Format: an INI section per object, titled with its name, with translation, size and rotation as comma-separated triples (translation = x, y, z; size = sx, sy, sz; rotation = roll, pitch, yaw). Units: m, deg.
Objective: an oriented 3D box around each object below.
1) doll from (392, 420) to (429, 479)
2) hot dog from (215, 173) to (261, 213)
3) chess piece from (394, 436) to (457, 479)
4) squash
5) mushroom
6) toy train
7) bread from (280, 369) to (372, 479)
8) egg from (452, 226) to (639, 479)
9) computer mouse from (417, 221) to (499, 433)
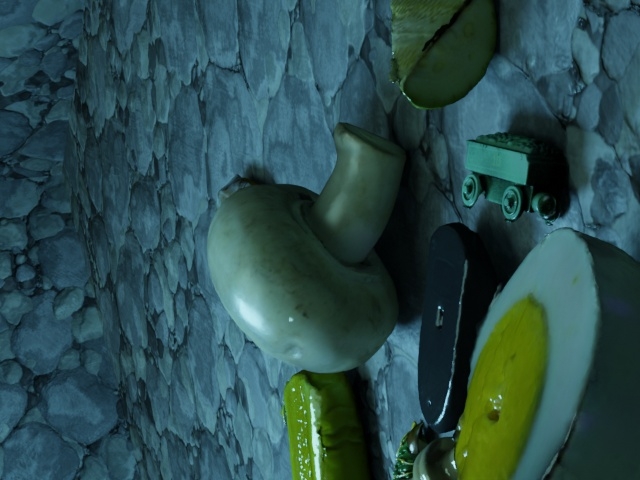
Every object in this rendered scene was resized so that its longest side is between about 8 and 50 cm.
[doll]
translation = 0.127, 0.317, 1.900
size = 0.078, 0.077, 0.113
rotation = 99, 155, -56
[hot dog]
translation = -0.127, -0.039, 2.427
size = 0.268, 0.075, 0.144
rotation = -133, 45, -61
[chess piece]
translation = 0.161, 0.295, 1.628
size = 0.397, 0.117, 0.117
rotation = -52, 48, 44
[squash]
translation = 0.120, -0.241, 1.675
size = 0.169, 0.093, 0.252
rotation = -52, 24, -7
[mushroom]
translation = -0.031, 0.017, 1.905
size = 0.315, 0.315, 0.356
rotation = -156, 53, -65
[toy train]
translation = 0.224, -0.074, 1.532
size = 0.172, 0.070, 0.099
rotation = -155, 70, -65
[bread]
translation = 0.024, 0.393, 2.139
size = 0.166, 0.112, 0.383
rotation = 167, 96, -67
[egg]
translation = 0.272, 0.156, 1.300
size = 0.337, 0.201, 0.337
rotation = -163, 90, -79
[computer mouse]
translation = 0.186, 0.110, 1.662
size = 0.137, 0.086, 0.269
rotation = -149, 62, -70
